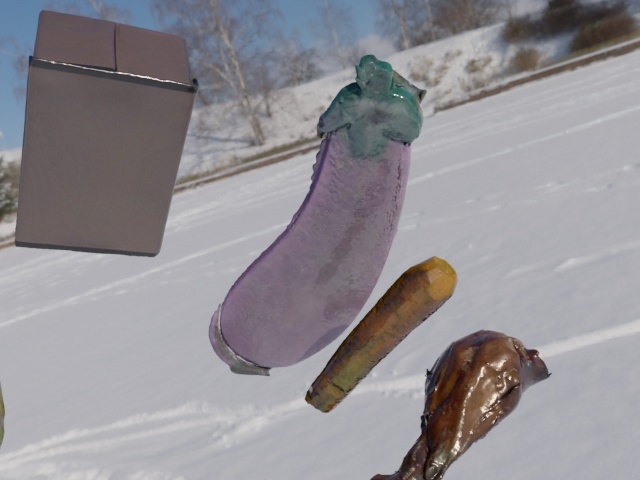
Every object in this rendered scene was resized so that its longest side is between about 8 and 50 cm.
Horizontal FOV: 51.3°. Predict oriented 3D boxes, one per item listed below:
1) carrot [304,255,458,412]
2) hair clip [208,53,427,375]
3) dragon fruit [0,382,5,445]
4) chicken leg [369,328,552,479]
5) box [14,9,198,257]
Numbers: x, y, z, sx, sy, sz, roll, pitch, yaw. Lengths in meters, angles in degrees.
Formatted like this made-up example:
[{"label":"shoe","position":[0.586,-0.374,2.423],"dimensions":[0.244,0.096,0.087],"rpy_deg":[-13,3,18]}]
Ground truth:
[{"label":"carrot","position":[0.047,0.081,0.553],"dimensions":[0.171,0.042,0.042],"rpy_deg":[-51,-7,20]},{"label":"hair clip","position":[0.002,0.001,0.629],"dimensions":[0.110,0.359,0.095],"rpy_deg":[1,32,-42]},{"label":"dragon fruit","position":[-0.601,0.289,0.943],"dimensions":[0.290,0.189,0.290],"rpy_deg":[-14,-18,-5]},{"label":"chicken leg","position":[0.126,0.190,0.666],"dimensions":[0.113,0.093,0.304],"rpy_deg":[-18,18,49]},{"label":"box","position":[-0.270,-0.127,0.822],"dimensions":[0.188,0.252,0.153],"rpy_deg":[5,39,-20]}]
